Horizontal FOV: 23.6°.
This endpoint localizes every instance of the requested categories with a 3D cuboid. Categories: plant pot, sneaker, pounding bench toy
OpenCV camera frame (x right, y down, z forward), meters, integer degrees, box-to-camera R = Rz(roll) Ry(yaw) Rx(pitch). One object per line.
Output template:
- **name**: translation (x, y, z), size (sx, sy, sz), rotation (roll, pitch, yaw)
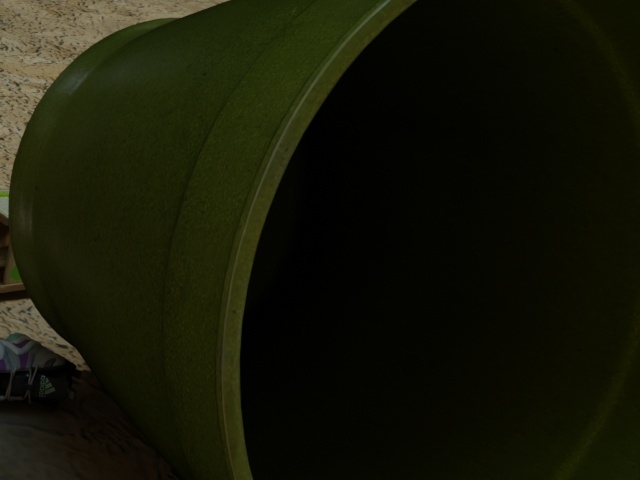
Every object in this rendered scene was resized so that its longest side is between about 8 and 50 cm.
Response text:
- **plant pot**: translation (0.000, 0.000, 0.887), size (0.366, 0.366, 0.353), rotation (-2, 12, -38)
- **sneaker**: translation (-0.181, 0.085, 0.929), size (0.069, 0.038, 0.098), rotation (20, 20, 20)
- **pounding bench toy**: translation (-0.232, 0.004, 1.089), size (0.083, 0.065, 0.052), rotation (-6, 28, -45)
